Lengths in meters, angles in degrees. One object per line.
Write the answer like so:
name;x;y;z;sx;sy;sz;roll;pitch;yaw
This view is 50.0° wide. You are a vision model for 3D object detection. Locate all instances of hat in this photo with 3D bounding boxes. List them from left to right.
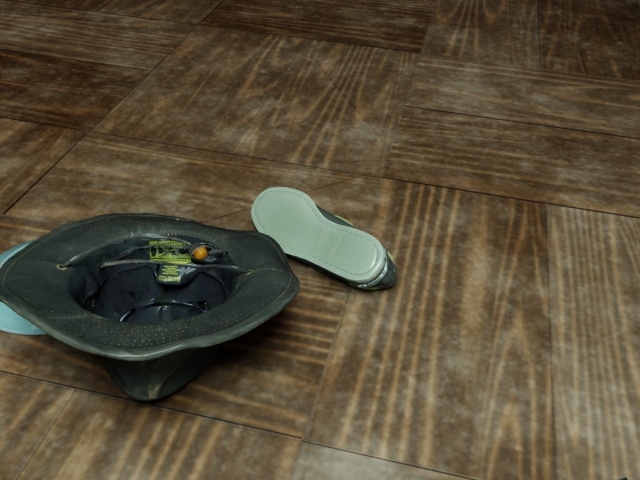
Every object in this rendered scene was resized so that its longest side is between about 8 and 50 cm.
hat;-0.178;0.079;0.728;0.331;0.134;0.331;6;20;-2

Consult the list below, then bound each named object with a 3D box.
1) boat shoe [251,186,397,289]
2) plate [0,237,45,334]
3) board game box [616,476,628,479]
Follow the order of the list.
boat shoe;0.000;0.000;0.892;0.228;0.069;0.081;31;86;37
plate;-0.333;0.042;0.852;0.188;0.024;0.188;2;37;-1
board game box;0.221;0.283;0.578;0.186;0.026;0.126;-12;40;-17
